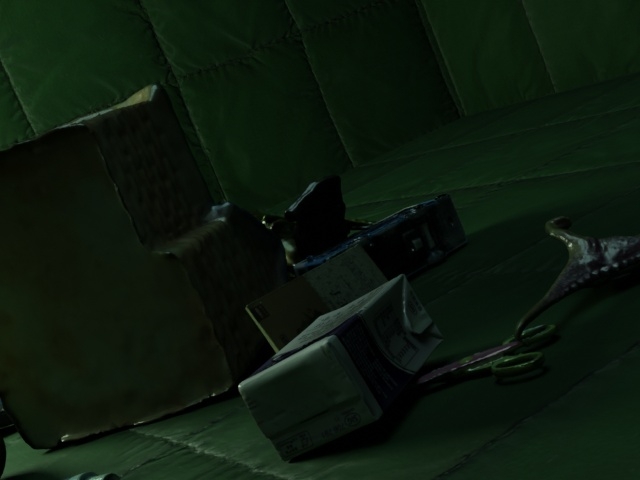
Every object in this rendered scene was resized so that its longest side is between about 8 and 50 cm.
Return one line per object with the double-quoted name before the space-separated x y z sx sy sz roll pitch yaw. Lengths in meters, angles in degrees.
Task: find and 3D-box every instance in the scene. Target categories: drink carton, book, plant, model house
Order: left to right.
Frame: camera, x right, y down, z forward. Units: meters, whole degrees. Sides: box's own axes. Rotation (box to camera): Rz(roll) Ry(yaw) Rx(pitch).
"model house" -0.303 0.022 1.685 0.395 0.445 0.400 -21 10 24
"plant" -0.043 0.025 2.151 0.334 0.180 0.251 -4 20 -44
"book" 0.018 0.098 1.431 0.199 0.138 0.016 -28 -18 -30
"drink carton" 0.028 0.134 1.206 0.134 0.101 0.222 -32 2 31

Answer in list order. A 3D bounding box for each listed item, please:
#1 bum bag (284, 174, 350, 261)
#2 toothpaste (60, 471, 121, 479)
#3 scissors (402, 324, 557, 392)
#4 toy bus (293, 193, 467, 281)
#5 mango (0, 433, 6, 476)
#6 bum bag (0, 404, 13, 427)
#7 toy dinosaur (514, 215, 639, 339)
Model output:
"bum bag" 0.000 0.000 1.829 0.060 0.248 0.123 34 58 28
"toothpaste" -0.345 0.319 1.284 0.297 0.048 0.075 -22 7 32
"scissors" 0.163 0.135 1.183 0.187 0.020 0.133 -20 6 22
"toy bus" 0.102 0.021 1.787 0.297 0.106 0.131 -27 7 -37
"mango" -0.510 0.309 1.417 0.177 0.175 0.329 4 -1 20
"bum bag" -0.518 0.297 1.855 0.198 0.049 0.087 -21 -16 11
"toy dinosaur" 0.315 0.029 1.265 0.251 0.072 0.200 -8 16 -6
